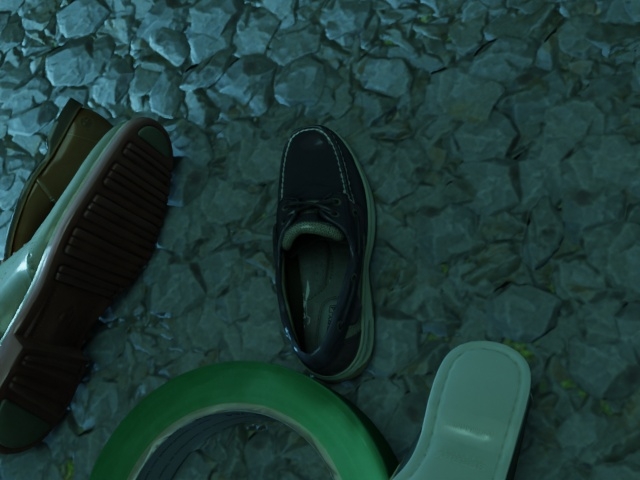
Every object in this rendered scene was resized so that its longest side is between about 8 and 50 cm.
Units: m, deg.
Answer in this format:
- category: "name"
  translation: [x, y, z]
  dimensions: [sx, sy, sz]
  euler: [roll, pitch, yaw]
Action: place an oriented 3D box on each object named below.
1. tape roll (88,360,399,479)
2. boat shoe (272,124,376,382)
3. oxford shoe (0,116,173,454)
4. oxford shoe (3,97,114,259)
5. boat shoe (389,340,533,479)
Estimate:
- category: "tape roll"
  translation: [-0.074, 0.279, 0.818]
  dimensions: [0.322, 0.077, 0.321]
  euler: [-7, 69, 17]
- category: "boat shoe"
  translation: [0.000, 0.000, 0.883]
  dimensions: [0.103, 0.092, 0.285]
  euler: [-8, 69, 15]
- category: "oxford shoe"
  translation: [-0.304, 0.027, 0.956]
  dimensions: [0.147, 0.140, 0.396]
  euler: [20, 77, 31]
- category: "oxford shoe"
  translation: [-0.316, -0.061, 1.031]
  dimensions: [0.076, 0.076, 0.212]
  euler: [28, 92, -15]
- category: "boat shoe"
  translation: [0.100, 0.223, 0.706]
  dimensions: [0.109, 0.091, 0.305]
  euler: [16, 51, 23]
